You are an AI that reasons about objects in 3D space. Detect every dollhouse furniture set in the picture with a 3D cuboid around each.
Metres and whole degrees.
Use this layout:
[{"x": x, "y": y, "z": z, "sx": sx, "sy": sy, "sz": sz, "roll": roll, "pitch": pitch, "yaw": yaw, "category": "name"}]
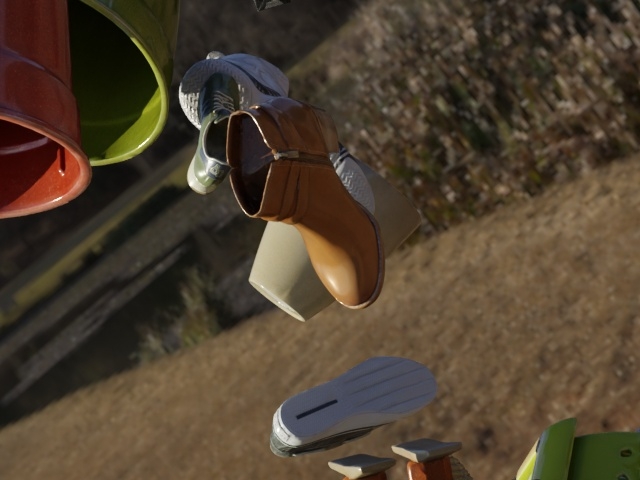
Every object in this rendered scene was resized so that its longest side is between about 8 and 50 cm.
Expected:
[{"x": 0.136, "y": 0.338, "z": 1.332, "sx": 0.259, "sy": 0.262, "sz": 0.135, "roll": -10, "pitch": 0, "yaw": -22, "category": "dollhouse furniture set"}]

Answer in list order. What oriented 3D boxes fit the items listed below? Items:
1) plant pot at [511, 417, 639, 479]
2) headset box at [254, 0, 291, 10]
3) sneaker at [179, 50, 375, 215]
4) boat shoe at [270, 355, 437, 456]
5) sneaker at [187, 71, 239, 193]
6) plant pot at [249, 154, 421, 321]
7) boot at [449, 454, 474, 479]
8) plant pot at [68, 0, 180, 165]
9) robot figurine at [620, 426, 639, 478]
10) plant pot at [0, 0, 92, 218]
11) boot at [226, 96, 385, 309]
[{"x": 0.344, "y": 0.367, "z": 1.577, "sx": 0.228, "sy": 0.207, "sz": 0.227, "roll": 103, "pitch": -174, "yaw": -54, "category": "plant pot"}, {"x": -0.077, "y": -0.426, "z": 2.150, "sx": 0.062, "sy": 0.032, "sz": 0.083, "roll": -13, "pitch": 21, "yaw": 13, "category": "headset box"}, {"x": -0.057, "y": -0.168, "z": 1.970, "sx": 0.137, "sy": 0.366, "sz": 0.210, "roll": -46, "pitch": 14, "yaw": 17, "category": "sneaker"}, {"x": 0.051, "y": 0.298, "z": 2.235, "sx": 0.335, "sy": 0.121, "sz": 0.119, "roll": -11, "pitch": -27, "yaw": -28, "category": "boat shoe"}, {"x": -0.136, "y": -0.164, "z": 1.755, "sx": 0.086, "sy": 0.064, "sz": 0.192, "roll": -36, "pitch": 41, "yaw": 56, "category": "sneaker"}, {"x": 0.000, "y": 0.000, "z": 2.258, "sx": 0.274, "sy": 0.256, "sz": 0.256, "roll": -53, "pitch": 11, "yaw": -9, "category": "plant pot"}, {"x": 0.141, "y": 0.440, "z": 1.722, "sx": 0.207, "sy": 0.248, "sz": 0.090, "roll": -36, "pitch": -35, "yaw": 31, "category": "boot"}, {"x": -0.351, "y": -0.361, "z": 1.796, "sx": 0.366, "sy": 0.366, "sz": 0.353, "roll": -31, "pitch": 35, "yaw": 45, "category": "plant pot"}, {"x": 0.487, "y": 0.406, "z": 1.859, "sx": 0.353, "sy": 0.200, "sz": 0.300, "roll": -34, "pitch": 27, "yaw": -30, "category": "robot figurine"}, {"x": -0.348, "y": -0.190, "z": 1.181, "sx": 0.272, "sy": 0.272, "sz": 0.265, "roll": -28, "pitch": 57, "yaw": 53, "category": "plant pot"}, {"x": -0.018, "y": -0.026, "z": 1.067, "sx": 0.073, "sy": 0.197, "sz": 0.152, "roll": -21, "pitch": -3, "yaw": 23, "category": "boot"}]
